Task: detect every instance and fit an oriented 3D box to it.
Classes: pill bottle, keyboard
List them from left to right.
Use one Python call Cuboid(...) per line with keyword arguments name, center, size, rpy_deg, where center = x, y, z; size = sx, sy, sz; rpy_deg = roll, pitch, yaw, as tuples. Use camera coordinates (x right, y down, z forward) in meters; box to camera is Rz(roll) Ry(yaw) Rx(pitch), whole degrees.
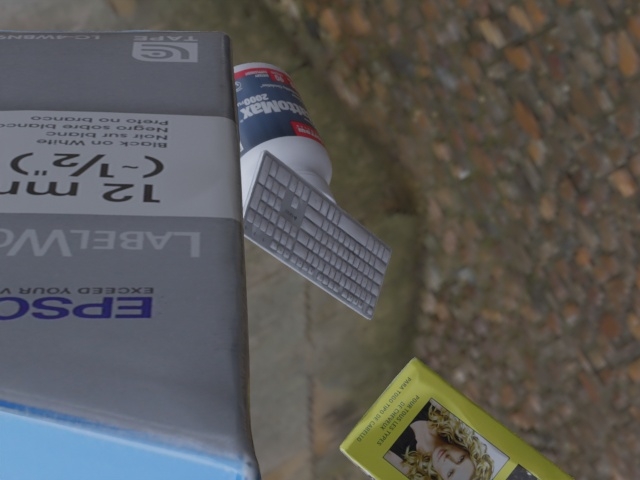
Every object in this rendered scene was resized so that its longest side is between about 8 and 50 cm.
Cuboid(name="pill bottle", center=(-0.049, -0.081, 1.559), size=(0.108, 0.108, 0.180), rpy_deg=(83, 166, -50))
Cuboid(name="keyboard", center=(0.000, 0.000, 1.369), size=(0.014, 0.072, 0.256), rpy_deg=(16, 169, 31))

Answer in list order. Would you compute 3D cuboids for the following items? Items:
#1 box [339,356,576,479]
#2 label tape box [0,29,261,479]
Cuboid(name="box", center=(0.117, 0.148, 0.679), size=(0.232, 0.058, 0.087), rpy_deg=(36, 172, 27))
Cuboid(name="label tape box", center=(-0.077, 0.108, 0.447), size=(0.347, 0.115, 0.249), rpy_deg=(-95, 7, -65))
